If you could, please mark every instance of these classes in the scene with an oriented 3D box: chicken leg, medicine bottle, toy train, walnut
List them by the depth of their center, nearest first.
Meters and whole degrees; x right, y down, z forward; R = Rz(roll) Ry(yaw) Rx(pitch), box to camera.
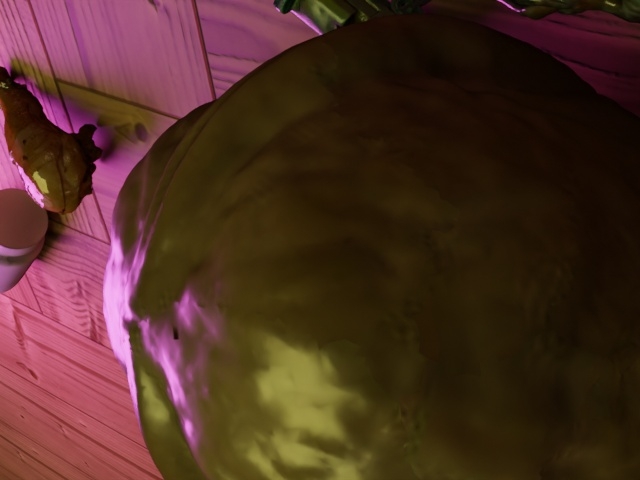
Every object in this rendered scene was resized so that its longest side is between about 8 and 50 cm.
[{"bbox_3d":[0.055,0.042,0.572,0.381,0.381,0.381,26,140,24],"label":"walnut"},{"bbox_3d":[0.022,-0.169,0.682,0.122,0.081,0.050,40,138,6],"label":"toy train"},{"bbox_3d":[-0.321,-0.123,1.065,0.207,0.101,0.085,54,145,24],"label":"chicken leg"},{"bbox_3d":[-0.446,0.002,1.285,0.103,0.103,0.187,48,144,-4],"label":"medicine bottle"}]

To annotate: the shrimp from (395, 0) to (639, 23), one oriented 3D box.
[{"bbox_3d":[0.106,-0.209,0.500,0.372,0.137,0.172,16,152,20],"label":"shrimp"}]
